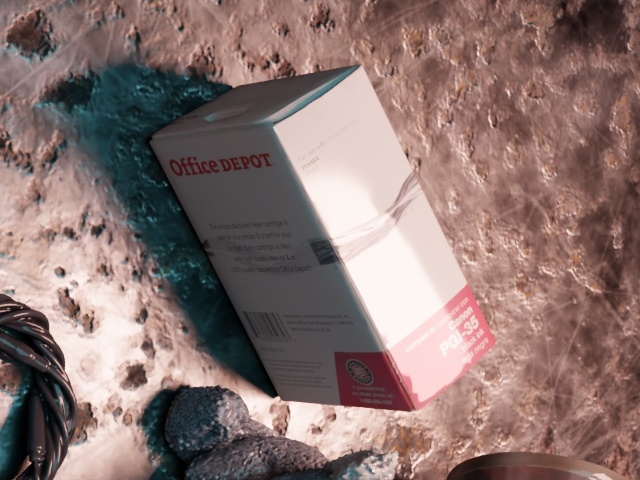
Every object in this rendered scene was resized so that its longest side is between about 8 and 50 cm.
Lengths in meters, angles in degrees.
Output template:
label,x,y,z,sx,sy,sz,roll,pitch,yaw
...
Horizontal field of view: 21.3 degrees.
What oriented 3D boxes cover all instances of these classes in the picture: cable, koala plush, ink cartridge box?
label,x,y,z,sx,sy,sz,roll,pitch,yaw
cable,-0.272,0.140,1.409,0.151,0.047,0.184,-23,100,-37
koala plush,-0.021,0.243,1.465,0.203,0.221,0.196,24,76,-32
ink cartridge box,0.000,0.000,1.491,0.117,0.207,0.283,-36,109,-30

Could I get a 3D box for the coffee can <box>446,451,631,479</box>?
label,x,y,z,sx,sy,sz,roll,pitch,yaw
coffee can,0.195,0.362,1.577,0.201,0.201,0.275,32,54,-30
